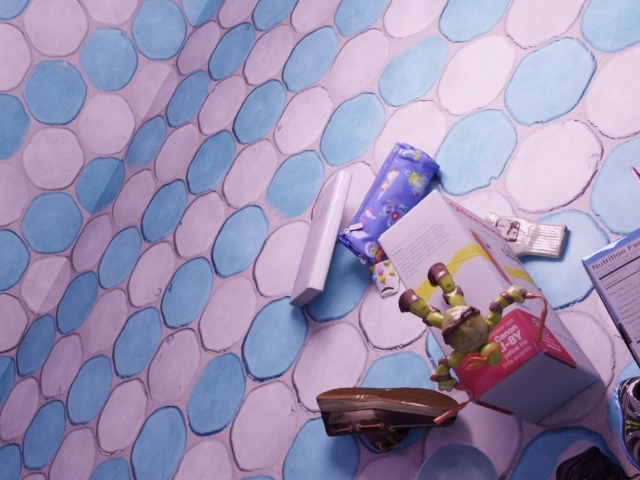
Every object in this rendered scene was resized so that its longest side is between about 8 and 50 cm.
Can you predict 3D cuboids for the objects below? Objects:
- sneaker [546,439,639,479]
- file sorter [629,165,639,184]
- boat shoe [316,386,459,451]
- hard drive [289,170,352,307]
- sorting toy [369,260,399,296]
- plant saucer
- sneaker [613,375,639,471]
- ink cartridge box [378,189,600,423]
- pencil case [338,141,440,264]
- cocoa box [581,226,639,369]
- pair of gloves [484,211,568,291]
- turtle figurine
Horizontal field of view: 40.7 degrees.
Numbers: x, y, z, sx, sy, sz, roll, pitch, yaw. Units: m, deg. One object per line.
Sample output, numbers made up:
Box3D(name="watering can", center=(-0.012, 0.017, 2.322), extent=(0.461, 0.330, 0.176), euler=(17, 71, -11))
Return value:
Box3D(name="sneaker", center=(0.433, 0.477, 1.433), extent=(0.153, 0.101, 0.269), euler=(23, 83, 49))
Box3D(name="file sorter", center=(0.714, -0.111, 1.468), extent=(0.290, 0.182, 0.202), euler=(-37, 44, 22))
Box3D(name="boat shoe", center=(0.139, 0.377, 1.799), extent=(0.342, 0.123, 0.123), euler=(-6, 91, 37))
Box3D(name="hard drive", center=(0.000, 0.000, 2.144), extent=(0.203, 0.040, 0.308), euler=(135, 151, -67))
Box3D(name="sorting toy", center=(0.153, 0.090, 2.013), extent=(0.083, 0.045, 0.075), euler=(-23, 70, 34))
Box3D(name="plant saucer", center=(0.264, 0.486, 1.645), extent=(0.195, 0.037, 0.195), euler=(-23, 51, 33))
Box3D(name="sneaker", center=(0.546, 0.310, 1.447), extent=(0.078, 0.067, 0.188), euler=(-43, 36, 43))
Box3D(name="ink cartridge box", center=(0.307, 0.121, 1.601), extent=(0.160, 0.279, 0.385), euler=(-42, 53, 19))
Box3D(name="pencil case", center=(0.155, -0.088, 2.045), extent=(0.119, 0.133, 0.306), euler=(32, 89, 44))
Box3D(name="cocoa box", center=(0.582, 0.135, 1.293), extent=(0.231, 0.347, 0.228), euler=(-31, 45, 14))
Box3D(name="pair of gloves", center=(0.387, 0.058, 1.794), extent=(0.204, 0.042, 0.240), euler=(15, 77, 48))
Box3D(name="turtle figurine", center=(0.221, 0.149, 1.417), extent=(0.269, 0.087, 0.217), euler=(-52, 51, 9))
